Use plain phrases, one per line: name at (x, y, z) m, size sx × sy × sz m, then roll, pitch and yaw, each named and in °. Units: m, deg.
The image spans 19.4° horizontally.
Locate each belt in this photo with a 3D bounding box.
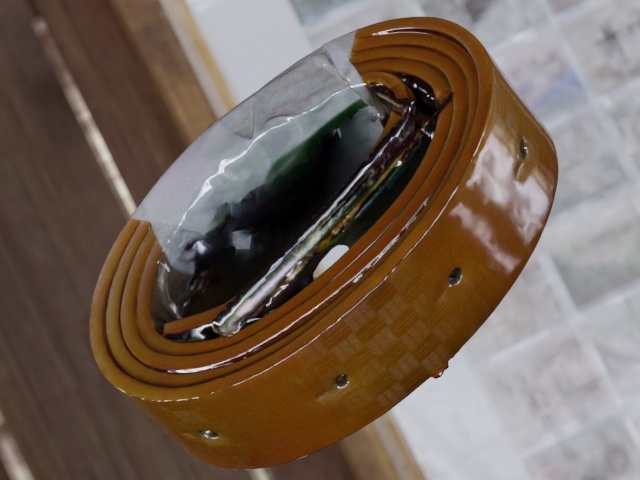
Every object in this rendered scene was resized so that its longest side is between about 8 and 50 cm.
belt at (0.000, 0.000, 0.993) m, size 0.261 × 0.184 × 0.105 m, roll -48°, pitch 136°, yaw -5°
